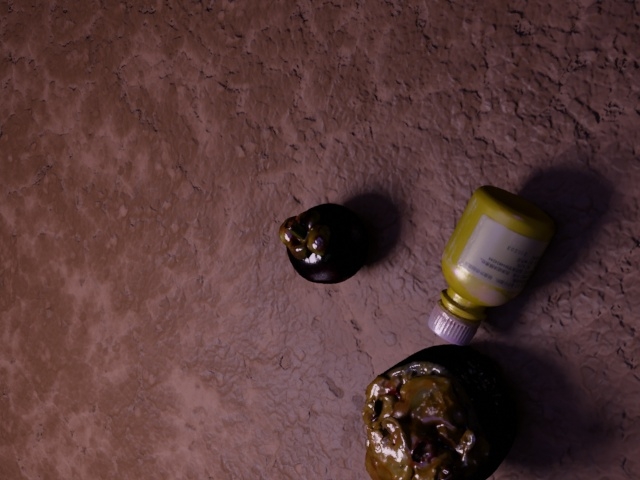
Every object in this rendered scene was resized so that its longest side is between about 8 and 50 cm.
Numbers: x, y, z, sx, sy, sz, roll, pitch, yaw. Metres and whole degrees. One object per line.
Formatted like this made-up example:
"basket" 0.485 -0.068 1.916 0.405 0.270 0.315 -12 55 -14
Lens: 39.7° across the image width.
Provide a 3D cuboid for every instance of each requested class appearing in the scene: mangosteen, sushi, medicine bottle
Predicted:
"mangosteen" 0.000 0.000 1.371 0.137 0.151 0.137 -16 63 36
"sushi" 0.155 0.264 1.233 0.213 0.204 0.200 52 122 29
"medicine bottle" 0.225 0.041 1.228 0.122 0.122 0.212 36 112 30
